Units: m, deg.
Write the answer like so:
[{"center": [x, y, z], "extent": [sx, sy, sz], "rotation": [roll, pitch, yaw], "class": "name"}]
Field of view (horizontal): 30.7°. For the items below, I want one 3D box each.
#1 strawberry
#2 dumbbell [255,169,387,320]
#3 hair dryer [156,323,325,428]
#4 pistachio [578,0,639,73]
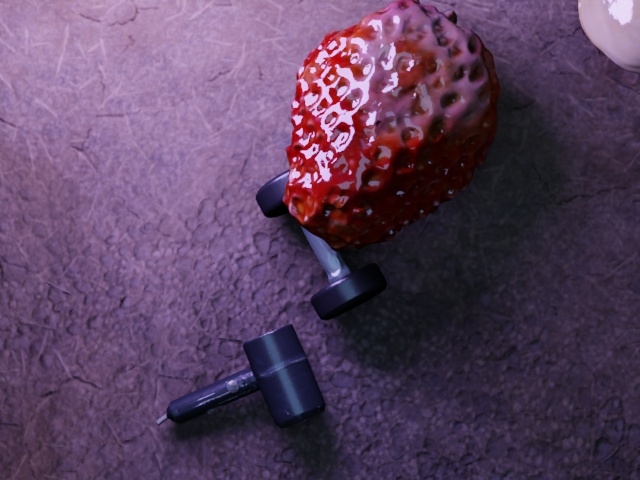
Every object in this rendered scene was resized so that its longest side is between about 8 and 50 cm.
[{"center": [0.091, -0.146, 1.443], "extent": [0.265, 0.149, 0.336], "rotation": [34, 69, -8], "class": "strawberry"}, {"center": [0.000, 0.000, 1.505], "extent": [0.100, 0.100, 0.191], "rotation": [-29, 82, 0], "class": "dumbbell"}, {"center": [-0.112, 0.203, 1.512], "extent": [0.219, 0.071, 0.124], "rotation": [-22, 83, 8], "class": "hair dryer"}, {"center": [0.406, -0.315, 1.502], "extent": [0.145, 0.117, 0.200], "rotation": [-13, 83, 7], "class": "pistachio"}]
